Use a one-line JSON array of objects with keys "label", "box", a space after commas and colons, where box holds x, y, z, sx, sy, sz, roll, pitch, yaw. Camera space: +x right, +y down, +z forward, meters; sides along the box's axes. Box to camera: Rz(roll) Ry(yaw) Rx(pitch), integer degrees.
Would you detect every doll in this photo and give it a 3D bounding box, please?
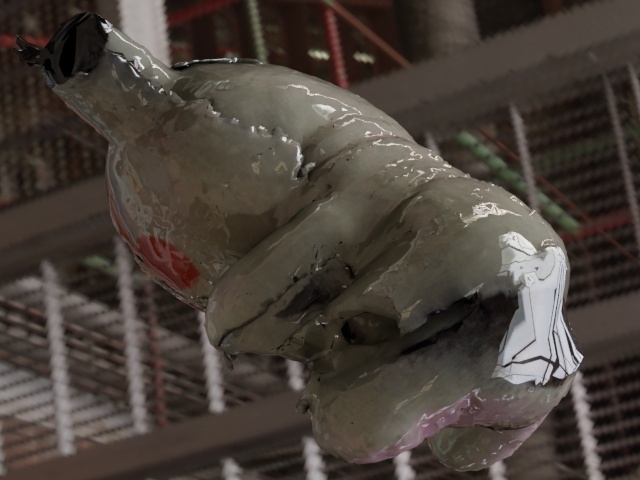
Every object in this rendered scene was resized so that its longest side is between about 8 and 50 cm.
[{"label": "doll", "box": [0.000, 0.000, 0.580, 0.192, 0.149, 0.095, 37, -80, 31]}]
